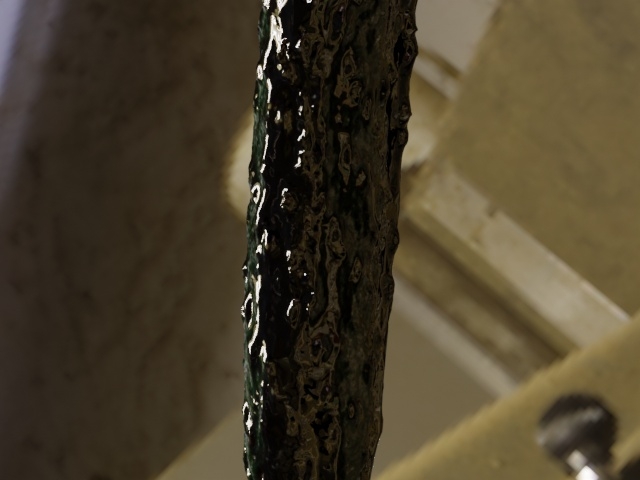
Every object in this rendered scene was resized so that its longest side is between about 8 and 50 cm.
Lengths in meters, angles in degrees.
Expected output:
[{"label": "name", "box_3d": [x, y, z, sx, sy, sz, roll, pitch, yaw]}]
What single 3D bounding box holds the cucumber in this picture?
[{"label": "cucumber", "box_3d": [0.000, 0.000, 0.912, 0.072, 0.081, 0.303, 0, -73, -16]}]
